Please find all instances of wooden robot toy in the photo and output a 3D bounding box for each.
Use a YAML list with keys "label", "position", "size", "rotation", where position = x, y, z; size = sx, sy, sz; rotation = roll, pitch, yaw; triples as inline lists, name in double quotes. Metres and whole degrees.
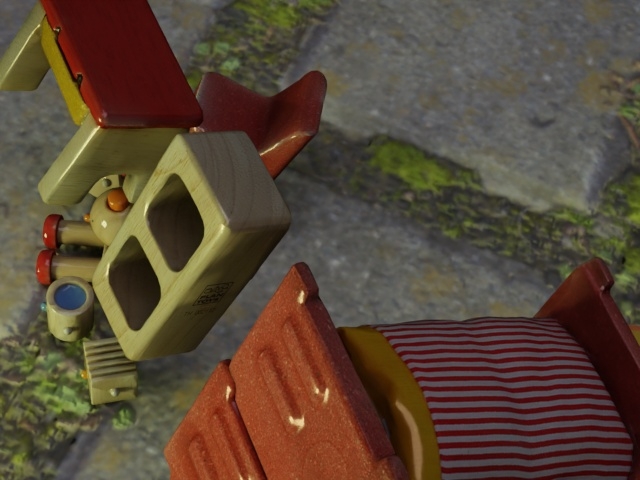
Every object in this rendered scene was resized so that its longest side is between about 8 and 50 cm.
- label: "wooden robot toy"
  position: [-0.128, 0.002, 0.855]
  size: [0.076, 0.079, 0.173]
  rotation: [6, 57, -4]

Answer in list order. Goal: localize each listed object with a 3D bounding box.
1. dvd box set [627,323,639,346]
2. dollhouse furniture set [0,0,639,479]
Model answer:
- label: "dvd box set"
  position: [0.287, 0.244, 0.746]
  size: [0.308, 0.062, 0.420]
  rotation: [6, 54, -9]
- label: "dollhouse furniture set"
  position: [0.000, 0.000, 0.763]
  size: [0.201, 0.152, 0.374]
  rotation: [-3, 54, -38]
